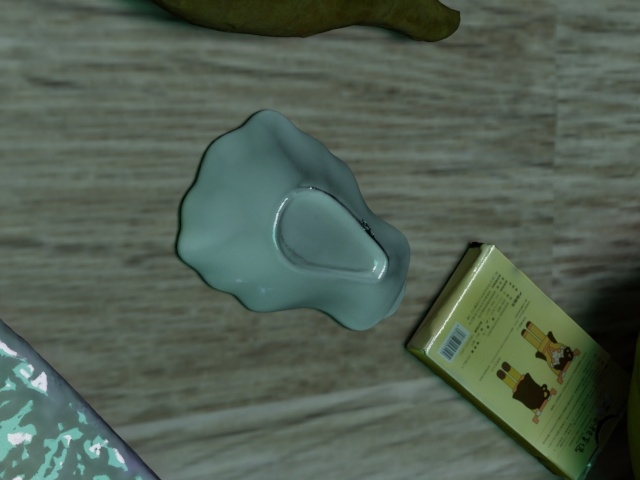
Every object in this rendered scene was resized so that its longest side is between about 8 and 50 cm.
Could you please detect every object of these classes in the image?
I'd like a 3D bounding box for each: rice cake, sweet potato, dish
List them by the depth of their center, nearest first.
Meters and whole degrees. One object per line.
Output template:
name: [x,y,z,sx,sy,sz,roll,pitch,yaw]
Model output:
rice cake: [-0.096,0.129,0.569,0.064,0.070,0.399,-45,115,-16]
sweet potato: [-0.030,-0.123,0.580,0.249,0.059,0.069,18,76,-35]
dish: [0.000,0.000,0.621,0.137,0.039,0.091,33,80,-28]

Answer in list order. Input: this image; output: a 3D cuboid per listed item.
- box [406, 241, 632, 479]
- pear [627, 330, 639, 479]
box: [0.117,0.071,0.710,0.149,0.020,0.073,42,75,-27]
pear: [0.283,0.118,0.704,0.212,0.212,0.269,-51,117,-14]
